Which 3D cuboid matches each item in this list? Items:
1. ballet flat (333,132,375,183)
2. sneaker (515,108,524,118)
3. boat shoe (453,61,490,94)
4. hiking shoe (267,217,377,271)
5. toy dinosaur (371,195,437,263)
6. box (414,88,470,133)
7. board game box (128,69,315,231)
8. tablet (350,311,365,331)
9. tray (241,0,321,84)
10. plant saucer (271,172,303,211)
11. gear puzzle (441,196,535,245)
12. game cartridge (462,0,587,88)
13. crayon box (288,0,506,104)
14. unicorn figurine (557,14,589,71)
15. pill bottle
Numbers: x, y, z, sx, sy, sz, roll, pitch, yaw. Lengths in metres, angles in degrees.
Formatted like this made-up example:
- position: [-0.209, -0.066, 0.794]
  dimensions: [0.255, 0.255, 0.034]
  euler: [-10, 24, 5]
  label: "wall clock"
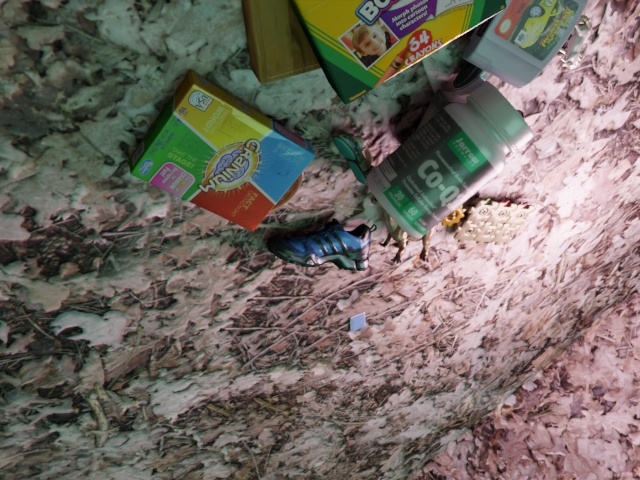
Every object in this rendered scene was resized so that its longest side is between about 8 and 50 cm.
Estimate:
- position: [0.086, -0.215, 1.610]
  dimensions: [0.070, 0.070, 0.188]
  euler: [-32, 143, 2]
  label: "ballet flat"
- position: [0.433, -0.272, 1.660]
  dimensions: [0.170, 0.063, 0.074]
  euler: [-37, 146, 15]
  label: "sneaker"
- position: [0.381, -0.442, 1.533]
  dimensions: [0.076, 0.080, 0.228]
  euler: [32, 115, -29]
  label: "boat shoe"
- position: [0.000, 0.000, 1.767]
  dimensions: [0.303, 0.113, 0.132]
  euler: [5, 102, -30]
  label: "hiking shoe"
- position: [0.261, -0.050, 1.845]
  dimensions: [0.295, 0.127, 0.201]
  euler: [3, 115, -46]
  label: "toy dinosaur"
- position: [0.358, -0.283, 1.698]
  dimensions: [0.230, 0.056, 0.183]
  euler: [-1, 132, -31]
  label: "box"
- position: [-0.205, -0.178, 1.412]
  dimensions: [0.316, 0.064, 0.242]
  euler: [26, 116, -34]
  label: "board game box"
- position: [0.123, 0.269, 2.183]
  dimensions: [0.054, 0.006, 0.083]
  euler: [-20, 141, -13]
  label: "tablet"
- position: [-0.046, -0.498, 1.207]
  dimensions: [0.202, 0.076, 0.411]
  euler: [-19, 141, -13]
  label: "tray"
- position: [-0.138, -0.144, 1.555]
  dimensions: [0.199, 0.037, 0.200]
  euler: [-18, 139, -16]
  label: "plant saucer"
- position: [0.488, -0.066, 2.029]
  dimensions: [0.338, 0.044, 0.176]
  euler: [3, 132, -31]
  label: "gear puzzle"
- position: [0.465, -0.492, 1.455]
  dimensions: [0.195, 0.060, 0.294]
  euler: [17, 115, -28]
  label: "game cartridge"
- position: [0.128, -0.469, 1.187]
  dimensions: [0.362, 0.106, 0.313]
  euler: [-31, 137, 2]
  label: "crayon box"
- position: [0.623, -0.482, 1.646]
  dimensions: [0.111, 0.060, 0.162]
  euler: [-2, 134, -29]
  label: "unicorn figurine"
- position: [0.301, -0.190, 1.559]
  dimensions: [0.361, 0.204, 0.204]
  euler: [-41, 140, 14]
  label: "pill bottle"
